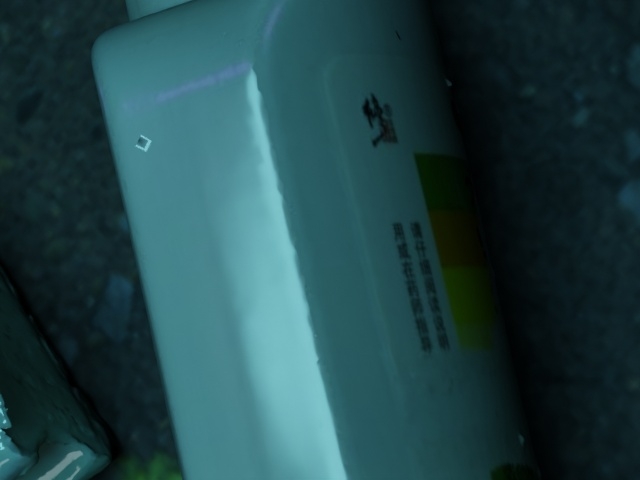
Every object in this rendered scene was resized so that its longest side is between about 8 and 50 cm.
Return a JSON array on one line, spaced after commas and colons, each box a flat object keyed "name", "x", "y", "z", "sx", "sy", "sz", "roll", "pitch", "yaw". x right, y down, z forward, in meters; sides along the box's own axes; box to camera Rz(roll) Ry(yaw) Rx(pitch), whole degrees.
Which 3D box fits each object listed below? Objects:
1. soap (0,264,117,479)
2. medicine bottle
[{"name": "soap", "x": -0.219, "y": 0.099, "z": 0.804, "sx": 0.261, "sy": 0.094, "sz": 0.150, "roll": -40, "pitch": 75, "yaw": 18}, {"name": "medicine bottle", "x": 0.000, "y": 0.000, "z": 0.677, "sx": 0.111, "sy": 0.161, "sz": 0.296, "roll": -17, "pitch": 80, "yaw": 22}]
